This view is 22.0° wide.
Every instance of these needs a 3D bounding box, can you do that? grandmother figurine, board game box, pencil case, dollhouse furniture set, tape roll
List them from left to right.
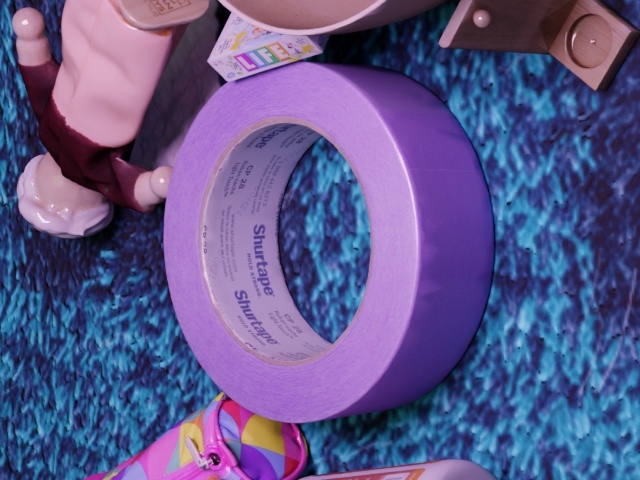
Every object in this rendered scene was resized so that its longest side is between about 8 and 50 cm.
[{"bbox_3d":[-0.185,-0.109,1.390,0.208,0.104,0.342,57,146,19],"label":"grandmother figurine"},{"bbox_3d":[-0.115,0.202,1.384,0.236,0.104,0.104,-37,67,41],"label":"pencil case"},{"bbox_3d":[-0.017,-0.196,1.259,0.103,0.026,0.154,-12,45,44],"label":"board game box"},{"bbox_3d":[0.000,0.000,1.271,0.275,0.090,0.275,2,93,45],"label":"tape roll"},{"bbox_3d":[0.192,-0.144,1.052,0.151,0.123,0.144,46,122,33],"label":"dollhouse furniture set"}]

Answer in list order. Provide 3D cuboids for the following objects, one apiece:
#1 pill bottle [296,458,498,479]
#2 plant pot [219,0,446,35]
[{"bbox_3d":[0.033,0.231,1.229,0.216,0.121,0.121,-14,82,44],"label":"pill bottle"},{"bbox_3d":[0.056,-0.279,1.131,0.284,0.191,0.284,4,95,44],"label":"plant pot"}]
